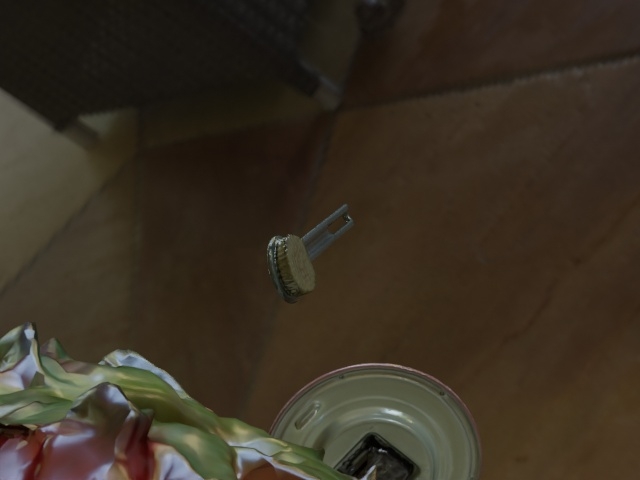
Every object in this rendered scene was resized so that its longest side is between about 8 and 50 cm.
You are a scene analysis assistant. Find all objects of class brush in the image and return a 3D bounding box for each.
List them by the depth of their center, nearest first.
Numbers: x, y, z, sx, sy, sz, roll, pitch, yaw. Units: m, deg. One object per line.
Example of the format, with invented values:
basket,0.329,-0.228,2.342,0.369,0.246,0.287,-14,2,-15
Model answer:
brush,0.000,0.000,1.547,0.027,0.062,0.266,-16,9,18

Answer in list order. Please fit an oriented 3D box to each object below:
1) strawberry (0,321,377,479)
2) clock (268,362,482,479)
strawberry,-0.077,0.179,0.521,0.257,0.257,0.277,25,92,52
clock,0.057,0.245,1.798,0.244,0.244,0.056,-46,18,12
